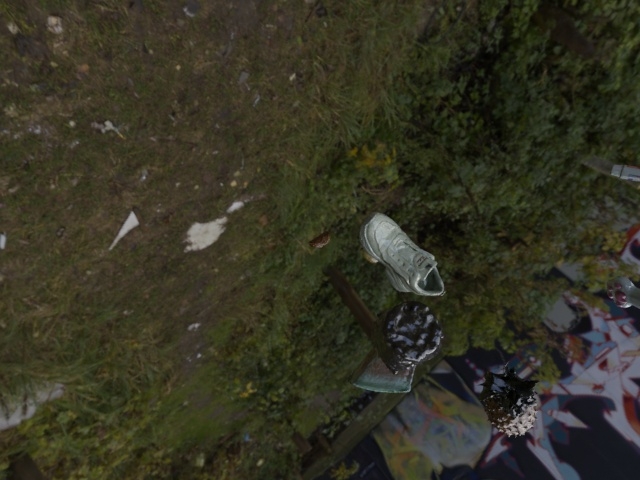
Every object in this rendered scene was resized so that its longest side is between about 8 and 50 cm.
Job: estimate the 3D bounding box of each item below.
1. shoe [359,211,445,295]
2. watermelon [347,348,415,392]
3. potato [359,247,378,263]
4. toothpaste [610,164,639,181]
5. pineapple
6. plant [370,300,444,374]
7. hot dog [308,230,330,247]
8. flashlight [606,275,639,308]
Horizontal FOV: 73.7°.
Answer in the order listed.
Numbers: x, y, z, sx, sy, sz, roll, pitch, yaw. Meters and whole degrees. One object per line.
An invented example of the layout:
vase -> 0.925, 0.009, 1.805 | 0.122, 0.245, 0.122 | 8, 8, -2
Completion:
shoe -> 0.270, 0.049, 1.335 | 0.132, 0.210, 0.342 | -46, 119, -18
watermelon -> 0.237, 0.398, 1.417 | 0.302, 0.151, 0.264 | -52, 173, -3
potato -> 0.254, 0.060, 2.073 | 0.096, 0.103, 0.066 | -37, 176, 8
toothpaste -> 0.789, -0.139, 0.974 | 0.052, 0.218, 0.033 | -2, 109, -58
pineapple -> 0.543, 0.447, 1.236 | 0.165, 0.165, 0.364 | -39, 137, -7
plant -> 0.178, 0.198, 0.889 | 0.132, 0.129, 0.194 | -20, 163, -6
hot dog -> 0.000, 0.000, 1.480 | 0.083, 0.035, 0.058 | -32, -165, -22
flashlight -> 0.829, 0.157, 1.089 | 0.047, 0.200, 0.093 | -28, 115, -12
